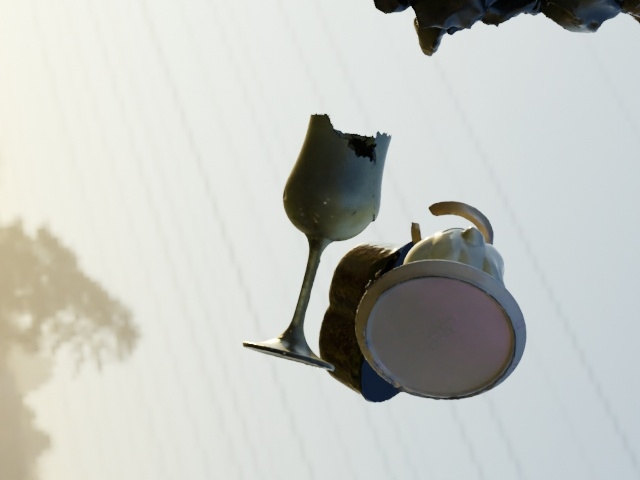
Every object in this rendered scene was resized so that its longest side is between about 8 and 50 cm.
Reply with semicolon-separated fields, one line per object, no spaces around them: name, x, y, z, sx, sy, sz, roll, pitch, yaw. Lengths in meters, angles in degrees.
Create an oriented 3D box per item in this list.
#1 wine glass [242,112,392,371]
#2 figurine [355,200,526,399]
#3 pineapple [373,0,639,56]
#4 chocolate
wine glass;0.000;0.000;1.379;0.079;0.079;0.196;170;-65;-76
figurine;0.097;0.031;1.346;0.154;0.132;0.132;-74;169;-56
pineapple;0.128;-0.149;0.872;0.111;0.237;0.119;52;-39;37
chocolate;0.054;0.058;1.541;0.080;0.125;0.149;20;-72;38
